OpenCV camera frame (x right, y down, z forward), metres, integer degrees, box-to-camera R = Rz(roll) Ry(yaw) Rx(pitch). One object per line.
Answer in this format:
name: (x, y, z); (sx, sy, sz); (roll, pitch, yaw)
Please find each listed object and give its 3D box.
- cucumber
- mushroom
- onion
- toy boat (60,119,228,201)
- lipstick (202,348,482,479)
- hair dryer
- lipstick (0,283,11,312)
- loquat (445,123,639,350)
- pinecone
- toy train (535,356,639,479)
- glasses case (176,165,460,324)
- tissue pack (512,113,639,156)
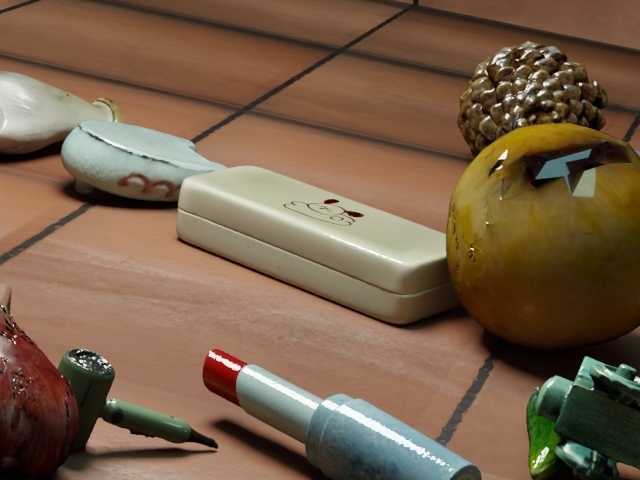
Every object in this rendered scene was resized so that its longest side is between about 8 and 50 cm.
cucumber: (0.199, 0.168, 1.633); (0.039, 0.039, 0.168); (10, 21, 3)
mushroom: (-0.345, -0.146, 2.265); (0.225, 0.093, 0.116); (3, 35, -47)
onion: (-0.268, 0.110, 1.413); (0.184, 0.147, 0.184); (6, 3, 0)
toy boat: (-0.207, -0.081, 2.168); (0.208, 0.078, 0.134); (7, 22, -42)
lipstick: (0.007, 0.154, 1.527); (0.274, 0.068, 0.061); (24, 29, 36)
hair dryer: (-0.149, 0.144, 1.514); (0.150, 0.071, 0.047); (20, 16, -17)
lipstick: (-0.301, 0.081, 1.642); (0.045, 0.045, 0.145); (5, 19, -3)
loquat: (0.234, -0.002, 1.858); (0.235, 0.235, 0.235); (8, 18, -3)
pinecone: (0.278, -0.170, 2.497); (0.184, 0.179, 0.204); (33, 3, 4)
toy train: (0.299, 0.172, 1.552); (0.248, 0.101, 0.159); (24, 9, 10)
glasses case: (0.000, 0.000, 1.993); (0.313, 0.070, 0.131); (21, 22, 33)
tissue pack: (0.381, -0.031, 2.204); (0.361, 0.122, 0.259); (13, 20, 6)
